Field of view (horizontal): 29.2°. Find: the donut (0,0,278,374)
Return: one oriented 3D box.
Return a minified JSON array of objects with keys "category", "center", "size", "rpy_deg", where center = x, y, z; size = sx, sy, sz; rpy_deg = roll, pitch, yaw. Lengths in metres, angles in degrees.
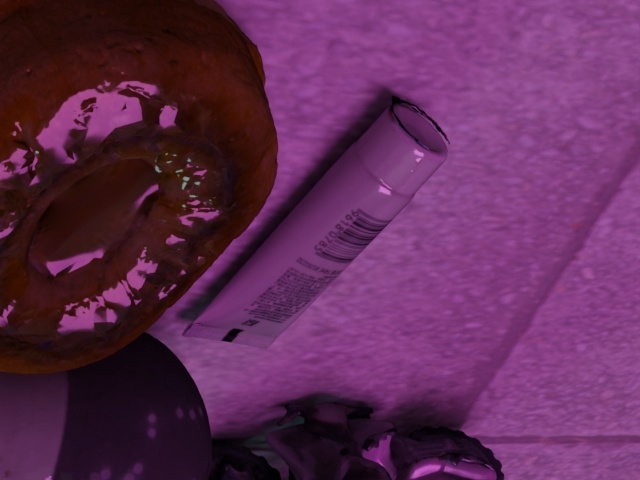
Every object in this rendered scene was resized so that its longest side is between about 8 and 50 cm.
[{"category":"donut","center":[-0.150,-0.040,0.733],"size":[0.208,0.128,0.261],"rpy_deg":[23,115,-41]}]

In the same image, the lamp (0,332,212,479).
[{"category":"lamp","center":[-0.213,0.140,0.809],"size":[0.313,0.182,0.182],"rpy_deg":[5,128,-46]}]

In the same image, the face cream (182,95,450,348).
[{"category":"face cream","center":[0.000,0.000,0.913],"size":[0.092,0.058,0.244],"rpy_deg":[14,128,-45]}]

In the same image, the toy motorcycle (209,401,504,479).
[{"category":"toy motorcycle","center":[0.039,0.239,1.060],"size":[0.327,0.188,0.143],"rpy_deg":[0,123,-29]}]
